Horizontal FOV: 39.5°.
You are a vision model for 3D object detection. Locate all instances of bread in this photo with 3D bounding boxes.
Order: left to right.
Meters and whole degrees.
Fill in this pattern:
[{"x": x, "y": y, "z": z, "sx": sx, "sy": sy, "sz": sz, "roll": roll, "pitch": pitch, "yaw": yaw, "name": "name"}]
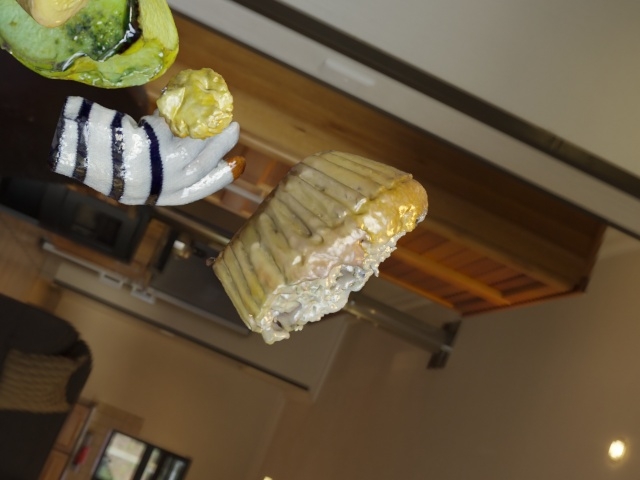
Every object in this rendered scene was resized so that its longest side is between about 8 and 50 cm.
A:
[{"x": 0.000, "y": 0.000, "z": 1.057, "sx": 0.274, "sy": 0.149, "sz": 0.274, "roll": -40, "pitch": 172, "yaw": -7, "name": "bread"}]

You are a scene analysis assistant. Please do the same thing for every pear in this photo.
[{"x": -0.361, "y": -0.322, "z": 1.430, "sx": 0.255, "sy": 0.239, "sz": 0.163, "roll": 28, "pitch": 51, "yaw": -81, "name": "pear"}]

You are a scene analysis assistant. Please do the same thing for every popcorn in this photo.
[{"x": -0.135, "y": -0.135, "z": 0.941, "sx": 0.084, "sy": 0.084, "sz": 0.084, "roll": -156, "pitch": -90, "yaw": -82, "name": "popcorn"}]

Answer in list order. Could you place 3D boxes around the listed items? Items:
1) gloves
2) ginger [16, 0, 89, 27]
[{"x": -0.191, "y": -0.098, "z": 1.024, "sx": 0.131, "sy": 0.219, "sz": 0.140, "roll": -94, "pitch": -154, "yaw": -50, "name": "gloves"}, {"x": -0.351, "y": -0.388, "z": 1.046, "sx": 0.218, "sy": 0.270, "sz": 0.123, "roll": -54, "pitch": 163, "yaw": 12, "name": "ginger"}]
